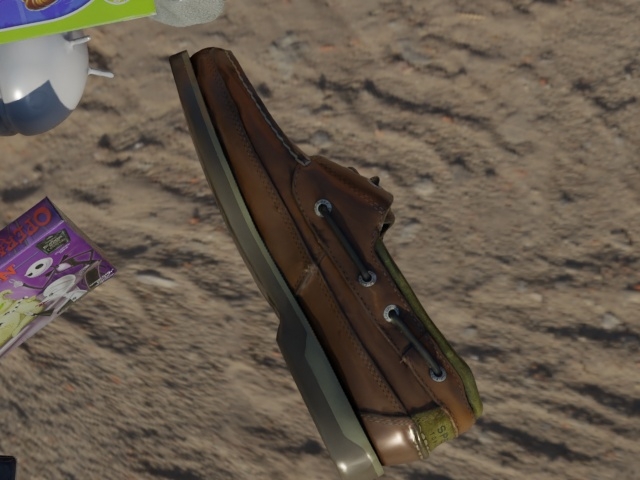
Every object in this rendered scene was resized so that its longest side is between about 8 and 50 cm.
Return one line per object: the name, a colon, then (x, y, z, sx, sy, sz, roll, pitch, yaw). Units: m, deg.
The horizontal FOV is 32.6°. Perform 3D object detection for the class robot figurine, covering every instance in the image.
robot figurine: (-0.452, -0.233, 1.401, 0.353, 0.300, 0.200, 0, 90, 2)

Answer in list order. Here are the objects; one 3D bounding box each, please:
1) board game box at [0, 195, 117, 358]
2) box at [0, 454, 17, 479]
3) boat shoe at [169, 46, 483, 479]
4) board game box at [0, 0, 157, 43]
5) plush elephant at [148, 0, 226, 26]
board game box: (-0.427, 0.098, 1.338, 0.346, 0.208, 0.056, -37, 67, -5)
box: (-0.591, 0.363, 1.124, 0.471, 0.480, 0.298, 6, 75, -23)
boat shoe: (0.000, 0.000, 0.710, 0.104, 0.111, 0.307, -25, 79, -3)
board game box: (-0.326, -0.262, 0.866, 0.347, 0.078, 0.233, -16, 105, -20)
plush elephant: (-0.172, -0.387, 1.146, 0.255, 0.272, 0.330, 34, 66, 14)
